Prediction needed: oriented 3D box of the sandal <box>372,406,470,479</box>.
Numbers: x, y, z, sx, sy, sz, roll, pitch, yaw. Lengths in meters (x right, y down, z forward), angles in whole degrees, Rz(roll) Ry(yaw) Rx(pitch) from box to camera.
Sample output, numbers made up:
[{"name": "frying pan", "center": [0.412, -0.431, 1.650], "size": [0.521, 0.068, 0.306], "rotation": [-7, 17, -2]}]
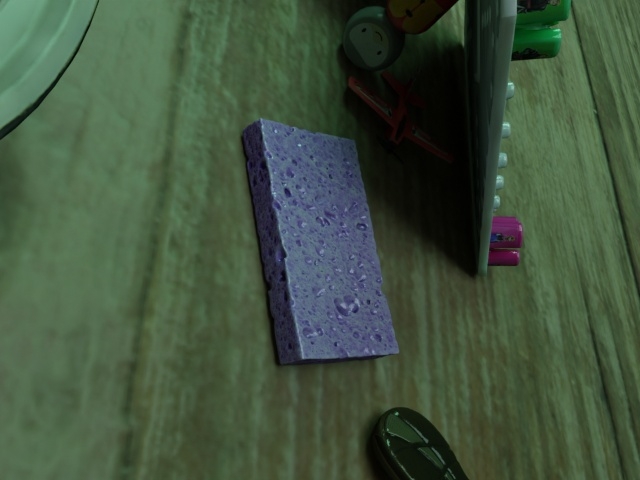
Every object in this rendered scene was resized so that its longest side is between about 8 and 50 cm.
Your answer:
[{"name": "sandal", "center": [0.104, 0.242, 0.529], "size": [0.219, 0.060, 0.090], "rotation": [53, 34, 11]}]

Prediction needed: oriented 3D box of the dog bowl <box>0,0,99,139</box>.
[{"name": "dog bowl", "center": [-0.298, -0.178, 0.237], "size": [0.408, 0.150, 0.408], "rotation": [20, 62, -45]}]

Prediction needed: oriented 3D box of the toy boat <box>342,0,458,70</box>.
[{"name": "toy boat", "center": [0.053, -0.348, 0.731], "size": [0.267, 0.148, 0.318], "rotation": [12, 54, -47]}]

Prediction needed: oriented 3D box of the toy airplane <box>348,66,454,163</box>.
[{"name": "toy airplane", "center": [0.088, -0.145, 0.727], "size": [0.151, 0.028, 0.151], "rotation": [18, 55, -28]}]

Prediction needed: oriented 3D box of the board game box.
[{"name": "board game box", "center": [0.183, -0.220, 0.670], "size": [0.390, 0.050, 0.390], "rotation": [73, 18, -58]}]

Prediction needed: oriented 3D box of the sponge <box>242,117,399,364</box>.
[{"name": "sponge", "center": [0.000, 0.000, 0.562], "size": [0.117, 0.031, 0.210], "rotation": [7, 65, -43]}]
